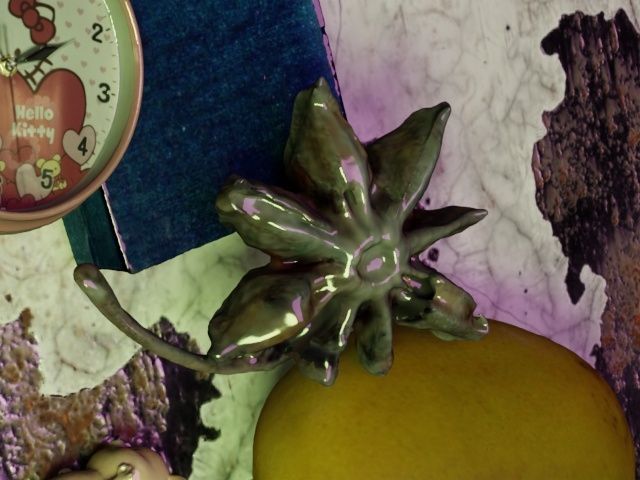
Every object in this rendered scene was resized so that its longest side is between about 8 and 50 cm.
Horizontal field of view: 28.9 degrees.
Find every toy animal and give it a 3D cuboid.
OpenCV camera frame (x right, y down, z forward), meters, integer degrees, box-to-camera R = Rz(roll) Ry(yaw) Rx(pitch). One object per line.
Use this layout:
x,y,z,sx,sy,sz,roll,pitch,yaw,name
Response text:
-0.193,0.227,1.090,0.150,0.083,0.089,-17,115,-23,toy animal

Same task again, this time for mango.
0.119,0.211,1.191,0.445,0.232,0.300,-3,50,-43,mango

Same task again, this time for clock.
-0.229,-0.125,0.909,0.244,0.056,0.244,-8,100,-49,clock

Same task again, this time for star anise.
0.000,0.000,1.071,0.359,0.139,0.316,35,74,-27,star anise

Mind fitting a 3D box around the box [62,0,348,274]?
-0.122,-0.145,1.100,0.261,0.116,0.279,-22,106,-32,box
